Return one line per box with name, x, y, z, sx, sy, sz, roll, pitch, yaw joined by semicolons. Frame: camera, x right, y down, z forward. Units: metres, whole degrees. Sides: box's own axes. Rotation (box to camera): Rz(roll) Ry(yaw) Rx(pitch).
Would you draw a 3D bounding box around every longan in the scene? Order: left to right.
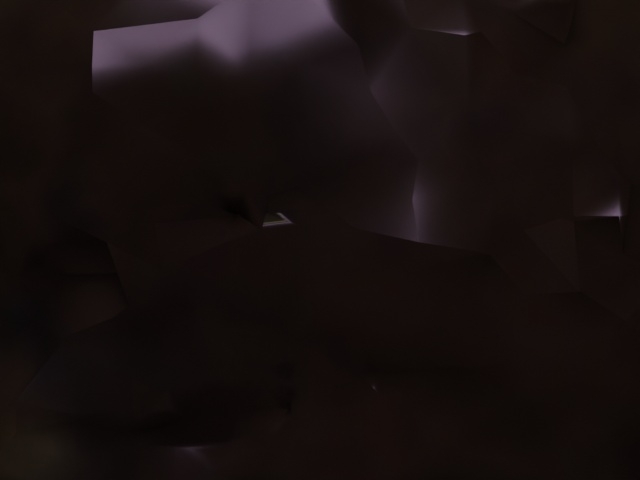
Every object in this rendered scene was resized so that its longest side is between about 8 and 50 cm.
longan;0.000;0.000;0.504;0.391;0.391;0.391;-1;52;2
